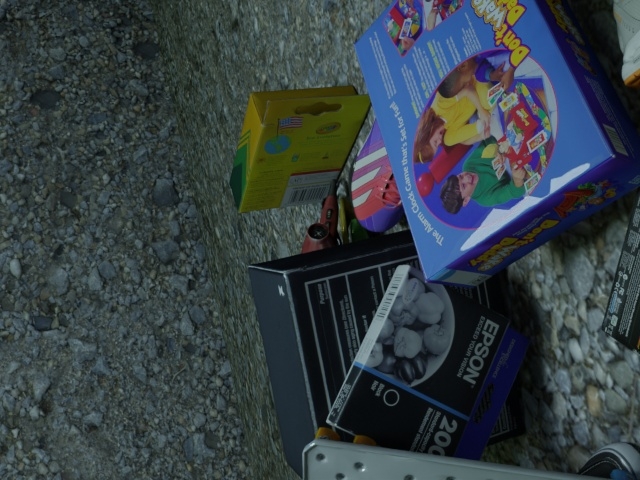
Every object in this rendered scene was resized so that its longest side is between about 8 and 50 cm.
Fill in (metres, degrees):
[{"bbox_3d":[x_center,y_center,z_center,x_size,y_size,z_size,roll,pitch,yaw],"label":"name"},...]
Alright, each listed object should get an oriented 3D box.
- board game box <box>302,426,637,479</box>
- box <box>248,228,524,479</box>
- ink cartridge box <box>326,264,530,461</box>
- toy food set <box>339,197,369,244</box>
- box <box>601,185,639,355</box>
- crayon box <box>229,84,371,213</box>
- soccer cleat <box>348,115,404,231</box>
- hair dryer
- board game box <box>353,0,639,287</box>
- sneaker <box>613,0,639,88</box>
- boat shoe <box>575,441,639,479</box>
[{"bbox_3d":[0.176,0.400,0.736,0.050,0.389,0.390,-57,-31,-66],"label":"board game box"},{"bbox_3d":[0.084,0.146,0.890,0.182,0.294,0.296,-179,78,-68],"label":"box"},{"bbox_3d":[0.142,0.166,0.782,0.206,0.208,0.045,-64,13,-9],"label":"ink cartridge box"},{"bbox_3d":[0.079,0.028,1.192,0.128,0.071,0.218,-27,-69,-87],"label":"toy food set"},{"bbox_3d":[0.343,0.040,0.564,0.184,0.045,0.191,41,135,55],"label":"box"},{"bbox_3d":[-0.044,-0.182,1.223,0.318,0.202,0.081,117,138,-54],"label":"crayon box"},{"bbox_3d":[0.120,-0.125,0.965,0.116,0.108,0.318,-117,32,-46],"label":"soccer cleat"},{"bbox_3d":[0.000,0.000,1.199,0.293,0.080,0.224,-61,-35,-85],"label":"hair dryer"},{"bbox_3d":[0.171,-0.156,0.712,0.233,0.078,0.347,-40,52,42],"label":"board game box"},{"bbox_3d":[0.308,-0.227,0.482,0.262,0.099,0.121,133,129,-62],"label":"sneaker"},{"bbox_3d":[0.293,0.314,0.749,0.228,0.076,0.080,103,149,-44],"label":"boat shoe"}]
